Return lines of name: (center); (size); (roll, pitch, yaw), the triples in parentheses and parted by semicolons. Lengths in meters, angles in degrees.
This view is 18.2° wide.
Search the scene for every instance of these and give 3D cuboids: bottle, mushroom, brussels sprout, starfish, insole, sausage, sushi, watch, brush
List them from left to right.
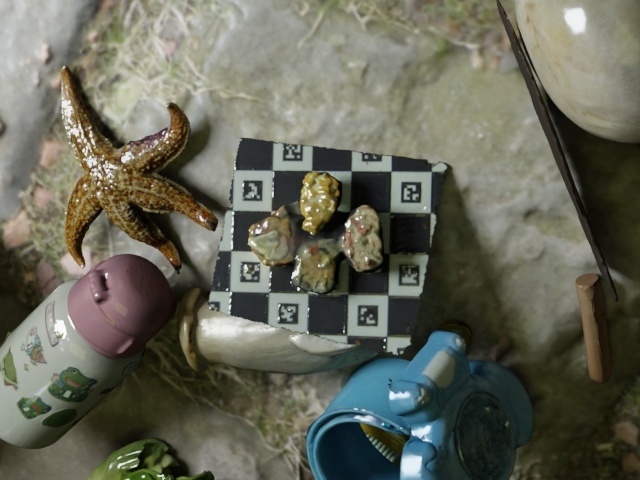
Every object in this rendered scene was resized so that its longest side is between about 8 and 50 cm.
bottle: (-0.246, 0.107, 2.048); (0.120, 0.120, 0.253); (44, 126, -8)
starfish: (-0.203, -0.062, 1.991); (0.213, 0.057, 0.238); (-32, 103, 29)
brussels sprout: (-0.191, 0.297, 2.161); (0.181, 0.100, 0.139); (-42, 116, 13)
mushroom: (-0.027, 0.085, 1.994); (0.247, 0.096, 0.108); (-10, 137, 25)
sushi: (0.000, 0.000, 1.919); (0.210, 0.040, 0.192); (10, 90, 13)
brush: (0.085, 0.156, 2.045); (0.082, 0.010, 0.218); (35, 121, -3)
watch: (0.084, 0.196, 1.970); (0.193, 0.211, 0.211); (-13, 113, 41)
insole: (0.217, -0.079, 1.822); (0.007, 0.111, 0.327); (-22, 118, 5)
sausage: (0.266, 0.087, 1.943); (0.026, 0.026, 0.116); (-2, 118, 18)
mushroom: (0.264, -0.193, 1.721); (0.206, 0.209, 0.206); (31, 144, 26)
